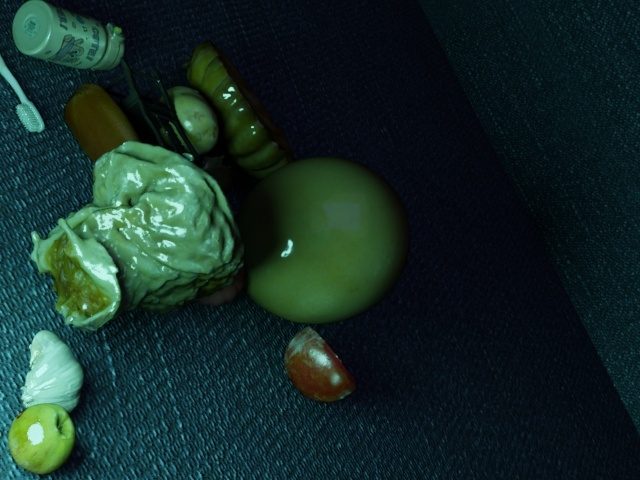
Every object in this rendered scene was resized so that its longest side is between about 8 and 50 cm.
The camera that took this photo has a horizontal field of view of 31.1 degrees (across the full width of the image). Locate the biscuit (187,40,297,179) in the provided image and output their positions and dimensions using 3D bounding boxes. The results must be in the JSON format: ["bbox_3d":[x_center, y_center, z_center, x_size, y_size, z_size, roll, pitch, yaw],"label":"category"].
[{"bbox_3d":[-0.160,-0.246,2.287,0.325,0.107,0.326,58,4,-6],"label":"biscuit"}]

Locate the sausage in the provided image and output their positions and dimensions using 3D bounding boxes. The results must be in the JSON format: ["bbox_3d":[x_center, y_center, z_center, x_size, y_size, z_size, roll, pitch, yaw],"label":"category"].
[{"bbox_3d":[-0.328,-0.133,1.917,0.300,0.089,0.083,54,32,4],"label":"sausage"}]

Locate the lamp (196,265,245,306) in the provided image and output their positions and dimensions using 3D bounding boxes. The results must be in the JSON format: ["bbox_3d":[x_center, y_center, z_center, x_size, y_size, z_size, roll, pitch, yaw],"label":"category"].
[{"bbox_3d":[-0.177,0.057,1.904,0.107,0.108,0.092,61,-15,19],"label":"lamp"}]

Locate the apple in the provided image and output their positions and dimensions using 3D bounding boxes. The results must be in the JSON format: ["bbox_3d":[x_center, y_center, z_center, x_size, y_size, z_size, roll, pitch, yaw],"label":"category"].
[{"bbox_3d":[-0.337,0.240,1.401,0.084,0.071,0.084,40,28,-27],"label":"apple"}]

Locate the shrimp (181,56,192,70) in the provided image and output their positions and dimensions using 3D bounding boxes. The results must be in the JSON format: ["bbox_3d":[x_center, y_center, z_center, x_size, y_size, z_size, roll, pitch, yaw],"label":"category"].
[{"bbox_3d":[-0.248,-0.344,2.428,0.162,0.045,0.095,-8,83,-68],"label":"shrimp"}]

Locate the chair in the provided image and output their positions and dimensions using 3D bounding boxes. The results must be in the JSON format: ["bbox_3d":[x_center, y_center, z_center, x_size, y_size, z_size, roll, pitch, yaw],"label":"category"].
[{"bbox_3d":[-0.308,-0.197,2.012,0.106,0.113,0.229,13,47,-54],"label":"chair"}]

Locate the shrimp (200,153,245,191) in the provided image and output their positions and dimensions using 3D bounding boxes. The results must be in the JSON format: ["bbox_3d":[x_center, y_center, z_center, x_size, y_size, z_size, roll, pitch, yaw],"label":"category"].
[{"bbox_3d":[-0.209,-0.140,2.169,0.117,0.066,0.262,52,22,0],"label":"shrimp"}]

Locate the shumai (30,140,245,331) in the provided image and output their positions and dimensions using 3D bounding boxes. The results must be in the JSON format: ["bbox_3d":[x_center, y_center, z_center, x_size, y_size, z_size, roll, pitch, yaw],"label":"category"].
[{"bbox_3d":[-0.271,0.047,1.648,0.267,0.314,0.262,25,57,16],"label":"shumai"}]

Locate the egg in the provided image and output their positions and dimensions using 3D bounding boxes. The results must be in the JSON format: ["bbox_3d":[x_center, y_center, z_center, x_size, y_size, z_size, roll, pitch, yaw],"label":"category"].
[{"bbox_3d":[0.000,0.000,2.050,0.301,0.301,0.374,56,23,9],"label":"egg"}]

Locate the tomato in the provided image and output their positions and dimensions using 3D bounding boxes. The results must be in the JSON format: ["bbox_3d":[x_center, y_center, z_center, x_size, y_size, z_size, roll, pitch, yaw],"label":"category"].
[{"bbox_3d":[-0.010,0.225,1.990,0.139,0.091,0.159,56,-5,-15],"label":"tomato"}]

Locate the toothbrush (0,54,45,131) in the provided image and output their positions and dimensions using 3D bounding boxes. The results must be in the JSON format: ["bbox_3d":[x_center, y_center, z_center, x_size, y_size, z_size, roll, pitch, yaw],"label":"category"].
[{"bbox_3d":[-0.530,-0.300,1.866,0.030,0.025,0.307,-14,68,-56],"label":"toothbrush"}]

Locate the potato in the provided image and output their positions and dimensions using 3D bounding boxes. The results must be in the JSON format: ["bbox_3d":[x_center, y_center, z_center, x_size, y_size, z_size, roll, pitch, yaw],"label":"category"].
[{"bbox_3d":[-0.248,-0.220,2.120,0.109,0.118,0.178,-4,22,-24],"label":"potato"}]

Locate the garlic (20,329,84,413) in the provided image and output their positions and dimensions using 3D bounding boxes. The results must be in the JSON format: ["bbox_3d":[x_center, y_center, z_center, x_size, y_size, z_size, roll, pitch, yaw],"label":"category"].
[{"bbox_3d":[-0.345,0.172,1.482,0.113,0.074,0.094,66,13,-6],"label":"garlic"}]

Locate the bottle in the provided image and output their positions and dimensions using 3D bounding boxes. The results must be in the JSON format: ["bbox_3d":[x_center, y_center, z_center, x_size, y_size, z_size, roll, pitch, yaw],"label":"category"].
[{"bbox_3d":[-0.429,-0.358,2.020,0.209,0.110,0.097,5,51,-58],"label":"bottle"}]
